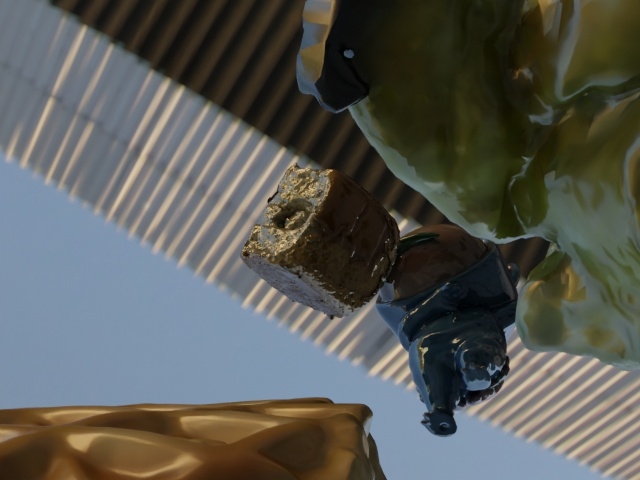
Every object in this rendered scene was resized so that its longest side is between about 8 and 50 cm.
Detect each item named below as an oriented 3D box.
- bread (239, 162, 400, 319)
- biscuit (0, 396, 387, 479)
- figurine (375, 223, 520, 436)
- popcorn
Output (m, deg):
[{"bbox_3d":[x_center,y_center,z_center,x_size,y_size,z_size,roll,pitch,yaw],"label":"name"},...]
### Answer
[{"bbox_3d":[0.001,0.000,1.204,0.070,0.076,0.083,43,-111,-40],"label":"bread"},{"bbox_3d":[-0.088,0.062,0.450,0.204,0.309,0.040,-3,-97,-2],"label":"biscuit"},{"bbox_3d":[0.084,0.047,1.288,0.144,0.114,0.178,44,-156,-24],"label":"figurine"},{"bbox_3d":[0.189,-0.055,0.838,0.237,0.293,0.293,29,-134,-57],"label":"popcorn"}]
